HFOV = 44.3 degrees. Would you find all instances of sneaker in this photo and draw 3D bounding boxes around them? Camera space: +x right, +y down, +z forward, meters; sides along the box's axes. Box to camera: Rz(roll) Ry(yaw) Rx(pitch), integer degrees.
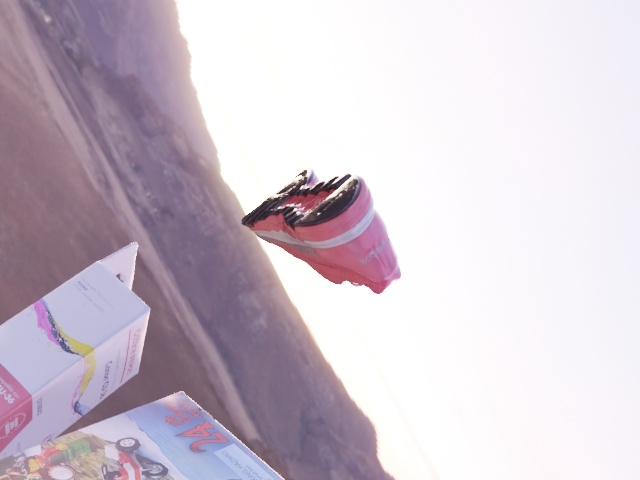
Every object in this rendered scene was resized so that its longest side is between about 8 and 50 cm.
[{"bbox_3d":[0.000,0.000,0.951,0.136,0.116,0.314,54,-10,-17],"label":"sneaker"}]

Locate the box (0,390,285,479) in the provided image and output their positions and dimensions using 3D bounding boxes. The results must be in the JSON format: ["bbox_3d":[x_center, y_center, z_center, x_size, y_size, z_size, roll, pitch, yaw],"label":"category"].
[{"bbox_3d":[-0.051,0.151,0.279,0.233,0.159,0.044,28,-60,39],"label":"box"}]

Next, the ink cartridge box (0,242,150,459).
[{"bbox_3d":[-0.212,0.098,0.659,0.067,0.198,0.115,39,-40,13],"label":"ink cartridge box"}]
